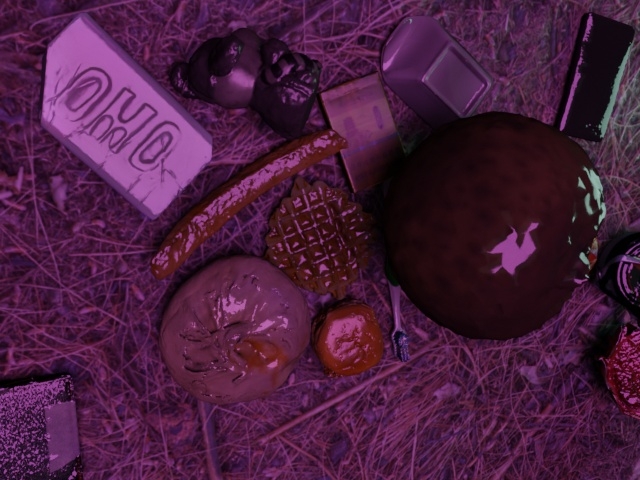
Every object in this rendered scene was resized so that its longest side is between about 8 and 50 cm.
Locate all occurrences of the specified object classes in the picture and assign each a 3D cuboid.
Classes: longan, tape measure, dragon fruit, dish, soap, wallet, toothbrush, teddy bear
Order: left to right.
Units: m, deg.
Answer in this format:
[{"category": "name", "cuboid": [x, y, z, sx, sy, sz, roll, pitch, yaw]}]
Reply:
[{"category": "wallet", "cuboid": [-0.554, 0.348, 1.086, 0.262, 0.071, 0.221, -6, 100, -20]}, {"category": "soap", "cuboid": [-0.319, -0.192, 1.005, 0.173, 0.095, 0.289, -47, 112, -3]}, {"category": "teddy bear", "cuboid": [-0.106, -0.276, 1.023, 0.250, 0.171, 0.144, 23, 75, -16]}, {"category": "toothbrush", "cuboid": [0.146, 0.041, 1.255, 0.042, 0.040, 0.419, -8, 102, -15]}, {"category": "dish", "cuboid": [0.221, -0.310, 1.172, 0.234, 0.064, 0.154, 36, 91, -22]}, {"category": "longan", "cuboid": [0.294, -0.024, 1.091, 0.390, 0.391, 0.392, -5, 105, -17]}, {"category": "wallet", "cuboid": [0.564, -0.331, 1.302, 0.124, 0.025, 0.245, 9, 101, -20]}, {"category": "dragon fruit", "cuboid": [0.719, 0.308, 1.470, 0.161, 0.126, 0.274, -43, 99, 6]}, {"category": "tape measure", "cuboid": [0.710, 0.072, 1.403, 0.182, 0.107, 0.181, 40, 92, -7]}]

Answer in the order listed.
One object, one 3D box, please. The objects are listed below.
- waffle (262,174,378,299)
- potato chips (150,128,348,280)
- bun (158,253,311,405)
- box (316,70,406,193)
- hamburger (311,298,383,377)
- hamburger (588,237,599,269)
[{"category": "waffle", "cuboid": [0.000, 0.000, 1.180, 0.214, 0.054, 0.208, 22, 96, -19]}, {"category": "potato chips", "cuboid": [-0.136, -0.080, 1.106, 0.406, 0.080, 0.057, -37, 128, -8]}, {"category": "bun", "cuboid": [-0.146, 0.174, 1.122, 0.286, 0.146, 0.288, -4, 110, -10]}, {"category": "box", "cuboid": [0.080, -0.198, 1.162, 0.121, 0.030, 0.193, -23, 103, -12]}, {"category": "hamburger", "cuboid": [0.051, 0.191, 1.233, 0.137, 0.083, 0.147, -16, 105, -10]}, {"category": "hamburger", "cuboid": [0.480, 0.024, 1.324, 0.230, 0.107, 0.231, -2, 97, -18]}]
